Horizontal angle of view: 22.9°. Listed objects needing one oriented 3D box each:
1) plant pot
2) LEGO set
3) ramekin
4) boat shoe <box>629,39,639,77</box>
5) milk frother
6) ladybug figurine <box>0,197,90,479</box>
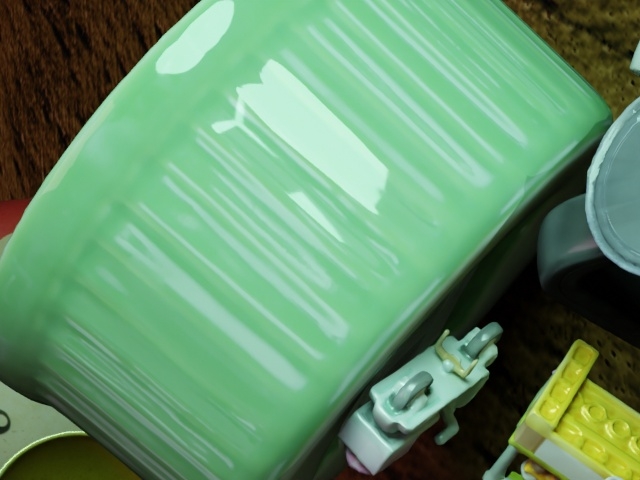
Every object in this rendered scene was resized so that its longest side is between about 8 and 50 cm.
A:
[{"bbox_3d":[-0.174,0.213,1.138,0.095,0.134,0.134,111,162,-69],"label":"plant pot"},{"bbox_3d":[0.130,0.161,0.651,0.287,0.132,0.107,53,147,20],"label":"LEGO set"},{"bbox_3d":[0.000,0.000,0.753,0.148,0.303,0.303,42,123,11],"label":"ramekin"},{"bbox_3d":[0.230,-0.076,0.591,0.267,0.096,0.088,17,89,59],"label":"boat shoe"},{"bbox_3d":[0.159,0.035,0.588,0.129,0.135,0.143,-35,47,25],"label":"milk frother"},{"bbox_3d":[-0.299,0.106,1.342,0.449,0.162,0.305,-12,68,58],"label":"ladybug figurine"}]
